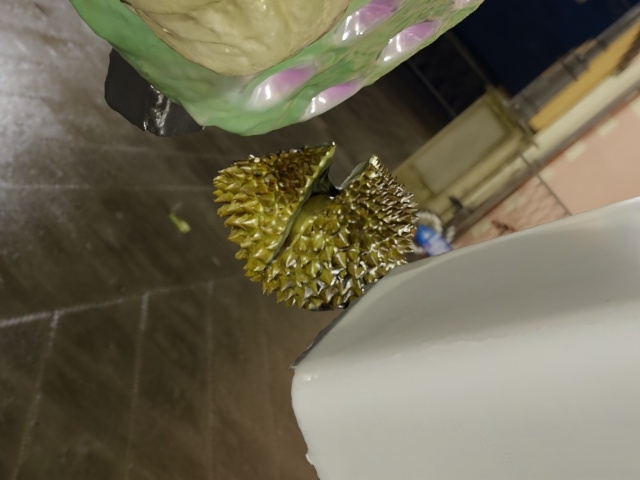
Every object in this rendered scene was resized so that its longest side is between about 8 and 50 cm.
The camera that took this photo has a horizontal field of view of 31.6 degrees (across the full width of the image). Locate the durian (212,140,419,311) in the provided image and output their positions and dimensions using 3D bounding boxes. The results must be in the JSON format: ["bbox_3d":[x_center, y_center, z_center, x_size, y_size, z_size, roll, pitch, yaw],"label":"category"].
[{"bbox_3d":[0.000,0.000,1.071,0.237,0.193,0.137,18,65,-70],"label":"durian"}]

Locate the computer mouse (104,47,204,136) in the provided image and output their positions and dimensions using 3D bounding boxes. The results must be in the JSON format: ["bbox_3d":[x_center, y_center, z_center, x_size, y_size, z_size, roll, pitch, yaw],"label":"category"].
[{"bbox_3d":[-0.157,-0.215,1.211,0.122,0.217,0.073,18,21,2],"label":"computer mouse"}]

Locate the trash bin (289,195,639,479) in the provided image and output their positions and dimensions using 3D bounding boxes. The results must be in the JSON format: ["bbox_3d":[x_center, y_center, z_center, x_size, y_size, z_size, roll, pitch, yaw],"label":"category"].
[{"bbox_3d":[0.184,0.070,0.589,0.256,0.368,0.296,-43,116,-54],"label":"trash bin"}]

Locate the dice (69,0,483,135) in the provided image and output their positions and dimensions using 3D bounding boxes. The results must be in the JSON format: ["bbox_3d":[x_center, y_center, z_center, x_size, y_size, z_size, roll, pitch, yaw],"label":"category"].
[{"bbox_3d":[-0.036,-0.291,0.895,0.330,0.322,0.318,58,16,12],"label":"dice"}]

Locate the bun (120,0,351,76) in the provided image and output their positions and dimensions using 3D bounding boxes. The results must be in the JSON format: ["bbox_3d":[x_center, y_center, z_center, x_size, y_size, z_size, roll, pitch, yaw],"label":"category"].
[{"bbox_3d":[-0.069,-0.172,0.514,0.210,0.116,0.237,58,-7,30],"label":"bun"}]
